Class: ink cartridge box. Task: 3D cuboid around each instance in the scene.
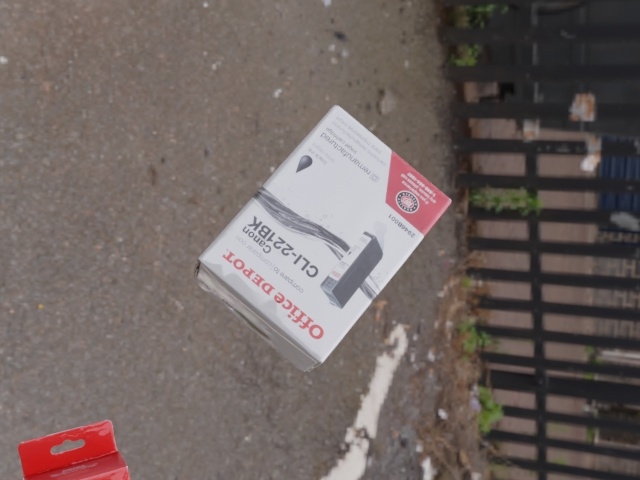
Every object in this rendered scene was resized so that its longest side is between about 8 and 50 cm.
[{"bbox_3d":[0.000,0.000,1.143,0.273,0.197,0.114,-50,179,-16],"label":"ink cartridge box"},{"bbox_3d":[-0.316,0.372,1.205,0.134,0.078,0.231,-12,97,-20],"label":"ink cartridge box"}]
